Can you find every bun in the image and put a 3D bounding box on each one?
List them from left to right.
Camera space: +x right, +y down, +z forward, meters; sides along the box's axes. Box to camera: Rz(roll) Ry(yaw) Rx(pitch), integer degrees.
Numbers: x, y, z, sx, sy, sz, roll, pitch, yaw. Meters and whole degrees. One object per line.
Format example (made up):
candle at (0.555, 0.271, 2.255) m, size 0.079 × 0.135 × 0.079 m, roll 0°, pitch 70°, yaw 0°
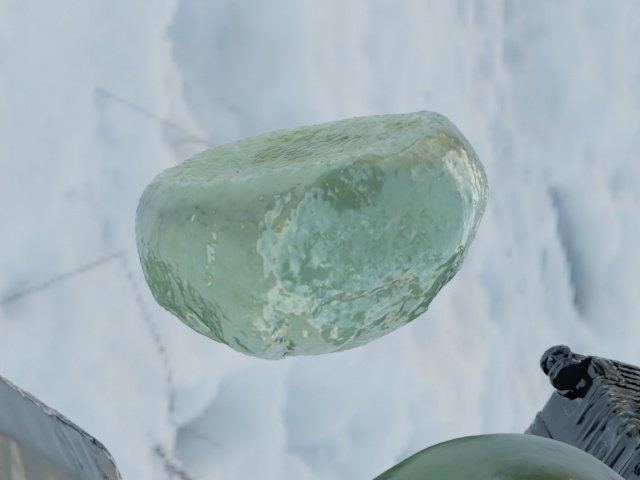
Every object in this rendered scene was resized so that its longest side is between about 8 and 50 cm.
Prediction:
bun at (0.000, 0.000, 1.035) m, size 0.195 × 0.195 × 0.118 m, roll -32°, pitch 110°, yaw -53°

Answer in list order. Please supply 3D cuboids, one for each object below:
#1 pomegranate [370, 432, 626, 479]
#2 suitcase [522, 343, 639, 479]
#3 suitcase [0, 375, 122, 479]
pomegranate at (0.045, 0.177, 0.686) m, size 0.187 × 0.225 × 0.187 m, roll 55°, pitch 12°, yaw -18°
suitcase at (0.303, 0.222, 1.330) m, size 0.335 × 0.229 × 0.152 m, roll 16°, pitch 116°, yaw -26°
suitcase at (-0.273, 0.228, 1.357) m, size 0.434 × 0.194 × 0.283 m, roll 43°, pitch 24°, yaw -55°
